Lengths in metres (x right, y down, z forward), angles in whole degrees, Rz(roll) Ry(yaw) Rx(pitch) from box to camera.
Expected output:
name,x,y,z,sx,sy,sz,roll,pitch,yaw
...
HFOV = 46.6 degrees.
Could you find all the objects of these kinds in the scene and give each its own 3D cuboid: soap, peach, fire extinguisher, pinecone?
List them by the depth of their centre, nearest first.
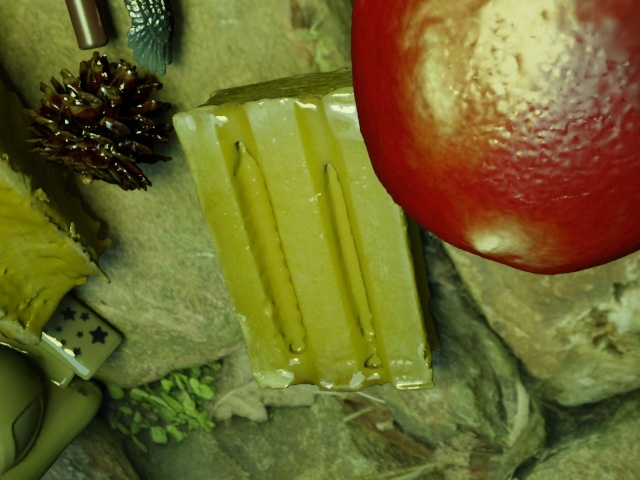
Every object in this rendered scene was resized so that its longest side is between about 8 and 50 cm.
name,x,y,z,sx,sy,sz,roll,pitch,yaw
peach,0.164,-0.155,0.492,0.280,0.281,0.339,20,113,4
fire extinguisher,-0.222,-0.260,0.663,0.035,0.049,0.173,6,118,36
pinecone,-0.204,-0.111,0.700,0.140,0.140,0.121,23,85,3
soap,0.000,0.000,0.723,0.199,0.091,0.315,-6,116,18
soap,-0.371,-0.098,0.762,0.169,0.304,0.339,-28,142,-2

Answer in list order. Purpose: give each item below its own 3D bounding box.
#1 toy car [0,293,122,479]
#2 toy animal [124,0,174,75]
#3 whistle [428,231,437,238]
name,x,y,z,sx,sy,sz,roll,pitch,yaw
toy car,-0.395,0.208,0.810,0.242,0.336,0.226,41,120,-8
toy animal,-0.158,-0.255,0.640,0.107,0.062,0.220,14,115,9
whistle,0.108,-0.083,0.676,0.033,0.033,0.177,0,118,17
